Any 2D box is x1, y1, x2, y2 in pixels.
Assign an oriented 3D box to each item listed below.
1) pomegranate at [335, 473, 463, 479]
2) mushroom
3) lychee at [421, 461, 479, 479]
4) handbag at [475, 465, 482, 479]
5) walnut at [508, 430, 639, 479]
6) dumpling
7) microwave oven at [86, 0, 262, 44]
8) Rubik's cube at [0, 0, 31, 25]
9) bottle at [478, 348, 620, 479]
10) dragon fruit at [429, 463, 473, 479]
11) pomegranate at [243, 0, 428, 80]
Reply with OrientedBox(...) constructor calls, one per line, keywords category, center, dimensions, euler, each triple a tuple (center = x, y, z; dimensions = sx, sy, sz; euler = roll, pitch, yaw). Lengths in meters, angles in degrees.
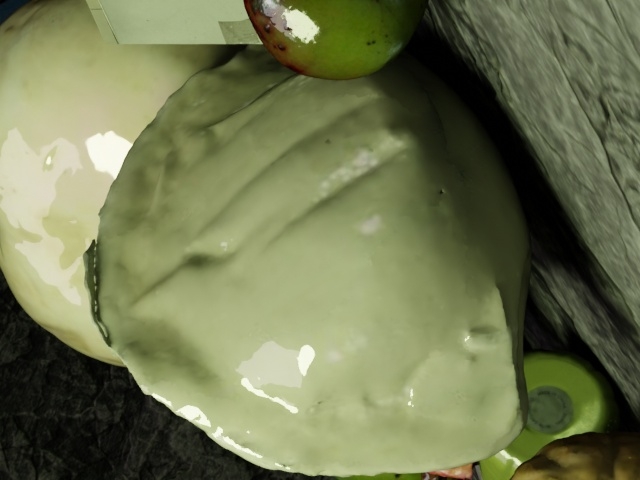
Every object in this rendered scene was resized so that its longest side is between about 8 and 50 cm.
OrientedBox(category="pomegranate", center=(0.104, 0.197, 1.970), dimensions=(0.159, 0.190, 0.241), euler=(25, 152, 34))
OrientedBox(category="mushroom", center=(-0.153, -0.062, 1.631), dimensions=(0.353, 0.325, 0.353), euler=(44, -178, -2))
OrientedBox(category="lychee", center=(0.099, 0.129, 1.699), dimensions=(0.194, 0.194, 0.194), euler=(58, 174, 11))
OrientedBox(category="handbag", center=(0.212, 0.271, 1.848), dimensions=(0.117, 0.095, 0.173), euler=(59, 177, -27))
OrientedBox(category="walnut", center=(0.204, 0.232, 1.321), dimensions=(0.213, 0.213, 0.213), euler=(58, 174, 11))
OrientedBox(category="dumpling", center=(-0.014, -0.006, 1.351), dimensions=(0.233, 0.315, 0.395), euler=(90, 169, -56))
OrientedBox(category="microwave oven", center=(-0.097, -0.268, 1.366), dimensions=(0.240, 0.194, 0.145), euler=(69, -156, -55))
OrientedBox(category="Rubik's cube", center=(-0.191, -0.169, 1.956), dimensions=(0.316, 0.318, 0.313), euler=(48, 168, 55))
OrientedBox(category="bottle", center=(0.184, 0.177, 1.534), dimensions=(0.112, 0.112, 0.260), euler=(57, 173, 23))
OrientedBox(category="dragon fruit", center=(0.062, 0.048, 1.540), dimensions=(0.161, 0.126, 0.274), euler=(89, -179, -49))
OrientedBox(category="pomegranate", center=(0.008, -0.177, 1.233), dimensions=(0.129, 0.129, 0.159), euler=(57, 173, 25))
